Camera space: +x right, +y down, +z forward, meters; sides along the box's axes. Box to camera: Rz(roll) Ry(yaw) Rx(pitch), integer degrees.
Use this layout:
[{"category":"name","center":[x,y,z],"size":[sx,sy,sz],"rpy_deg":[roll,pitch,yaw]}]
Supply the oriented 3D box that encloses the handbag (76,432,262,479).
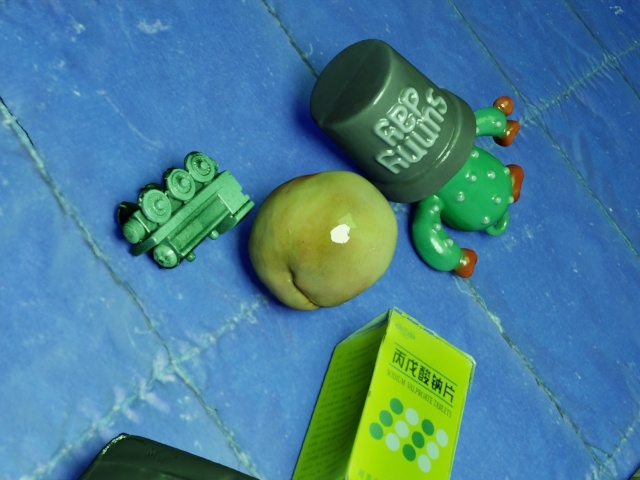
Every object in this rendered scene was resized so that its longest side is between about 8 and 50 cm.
[{"category":"handbag","center":[-0.128,0.292,0.683],"size":[0.275,0.088,0.244],"rpy_deg":[19,44,18]}]

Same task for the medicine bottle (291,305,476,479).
[{"category":"medicine bottle","center":[0.074,0.225,0.942],"size":[0.137,0.141,0.250],"rpy_deg":[33,47,-14]}]

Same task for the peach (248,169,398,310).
[{"category":"peach","center":[0.000,0.000,0.997],"size":[0.184,0.184,0.184],"rpy_deg":[20,53,-29]}]

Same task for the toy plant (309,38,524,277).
[{"category":"toy plant","center":[0.164,-0.117,1.206],"size":[0.400,0.185,0.279],"rpy_deg":[34,52,-38]}]

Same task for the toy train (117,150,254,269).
[{"category":"toy train","center":[-0.161,-0.033,0.964],"size":[0.111,0.071,0.170],"rpy_deg":[51,44,-11]}]

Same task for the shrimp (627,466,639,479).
[{"category":"shrimp","center":[0.496,0.434,1.215],"size":[0.296,0.058,0.169],"rpy_deg":[-9,72,-46]}]
